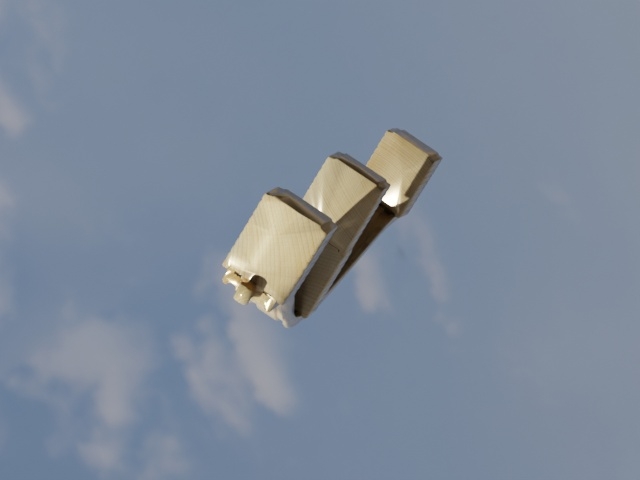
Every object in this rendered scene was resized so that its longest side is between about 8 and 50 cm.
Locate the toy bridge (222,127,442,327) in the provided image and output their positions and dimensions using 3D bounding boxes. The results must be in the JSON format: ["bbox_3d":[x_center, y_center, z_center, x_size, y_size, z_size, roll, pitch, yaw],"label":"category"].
[{"bbox_3d":[0.000,0.000,0.622,0.026,0.063,0.188,34,-162,8],"label":"toy bridge"}]
